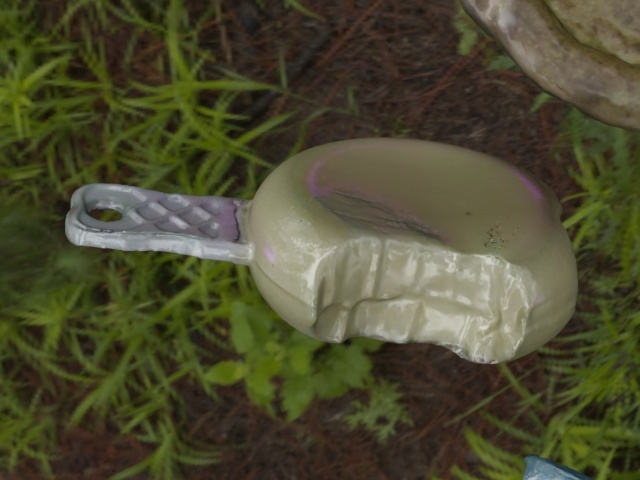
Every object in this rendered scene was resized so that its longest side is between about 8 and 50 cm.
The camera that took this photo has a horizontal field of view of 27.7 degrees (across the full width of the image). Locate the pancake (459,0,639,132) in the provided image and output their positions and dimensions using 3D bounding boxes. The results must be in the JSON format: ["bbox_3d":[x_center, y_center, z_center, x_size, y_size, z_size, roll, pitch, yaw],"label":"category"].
[{"bbox_3d":[0.175,-0.192,0.647,0.286,0.033,0.288,32,76,-5],"label":"pancake"}]

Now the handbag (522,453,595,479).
[{"bbox_3d":[0.176,0.157,0.478,0.221,0.144,0.057,23,84,37],"label":"handbag"}]

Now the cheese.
[{"bbox_3d":[0.000,0.000,0.740,0.286,0.163,0.082,3,122,-8],"label":"cheese"}]
